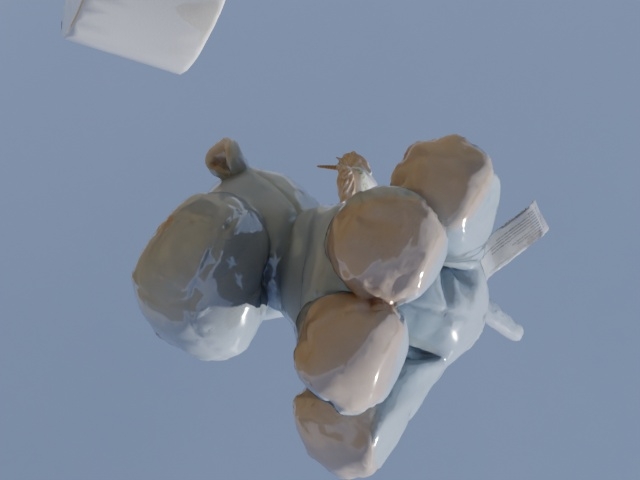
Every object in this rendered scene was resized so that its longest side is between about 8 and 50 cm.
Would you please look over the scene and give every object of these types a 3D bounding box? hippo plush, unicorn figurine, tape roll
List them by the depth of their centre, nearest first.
[{"bbox_3d":[0.000,0.000,1.387,0.236,0.234,0.294,24,-143,23],"label":"hippo plush"},{"bbox_3d":[-0.112,-0.277,1.470,0.286,0.100,0.286,-163,-90,-77],"label":"tape roll"},{"bbox_3d":[0.041,-0.050,2.082,0.060,0.111,0.162,-14,173,-4],"label":"unicorn figurine"}]
